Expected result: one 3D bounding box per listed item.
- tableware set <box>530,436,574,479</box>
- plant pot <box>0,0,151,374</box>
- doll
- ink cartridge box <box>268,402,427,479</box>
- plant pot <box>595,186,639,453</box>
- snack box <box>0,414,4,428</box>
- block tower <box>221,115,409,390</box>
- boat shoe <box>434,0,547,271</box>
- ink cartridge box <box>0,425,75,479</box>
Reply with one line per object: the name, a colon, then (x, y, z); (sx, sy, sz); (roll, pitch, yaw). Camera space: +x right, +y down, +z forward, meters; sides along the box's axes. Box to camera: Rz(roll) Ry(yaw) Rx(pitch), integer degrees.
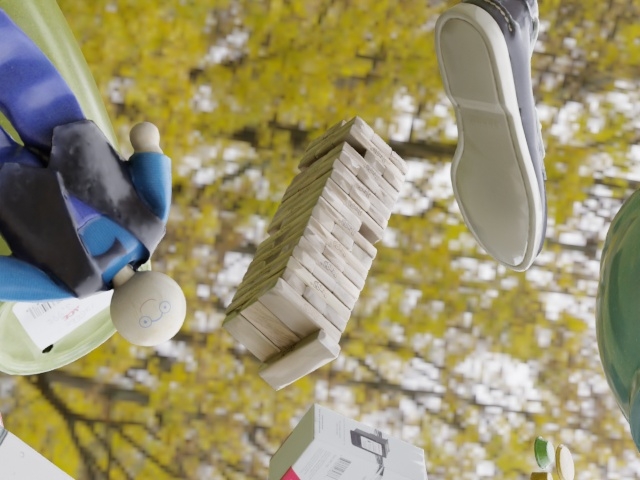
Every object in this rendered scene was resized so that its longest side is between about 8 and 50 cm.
tableware set: (0.275, 0.287, 1.735); (0.024, 0.154, 0.104); (-13, -122, 29)
plant pot: (-0.262, -0.049, 1.147); (0.293, 0.275, 0.275); (51, -45, 28)
doll: (-0.133, -0.024, 0.732); (0.129, 0.189, 0.046); (-43, -165, -17)
ink cartridge box: (0.031, 0.266, 1.737); (0.109, 0.150, 0.063); (-54, -160, 30)
plant pot: (0.359, 0.098, 1.267); (0.293, 0.293, 0.196); (-61, 179, 42)
snack box: (-0.407, 0.189, 1.590); (0.141, 0.100, 0.037); (23, -53, 46)
block tower: (0.000, 0.000, 1.601); (0.091, 0.097, 0.335); (-34, -158, 37)
boat shoe: (0.126, -0.071, 0.992); (0.075, 0.065, 0.206); (24, -40, 41)
ink cartridge box: (-0.190, 0.166, 0.674); (0.100, 0.237, 0.172); (-34, -158, 46)
